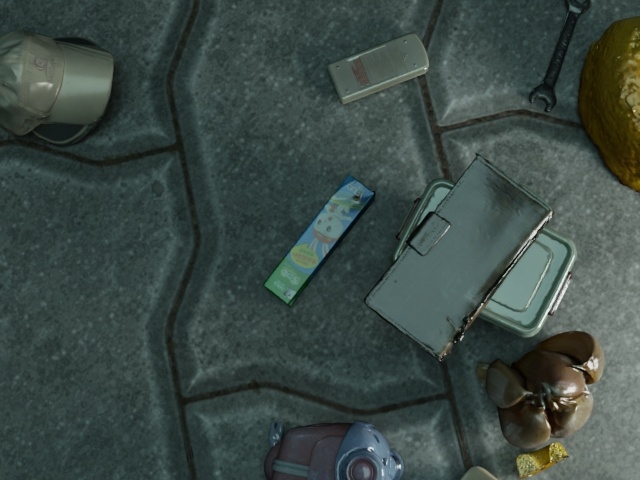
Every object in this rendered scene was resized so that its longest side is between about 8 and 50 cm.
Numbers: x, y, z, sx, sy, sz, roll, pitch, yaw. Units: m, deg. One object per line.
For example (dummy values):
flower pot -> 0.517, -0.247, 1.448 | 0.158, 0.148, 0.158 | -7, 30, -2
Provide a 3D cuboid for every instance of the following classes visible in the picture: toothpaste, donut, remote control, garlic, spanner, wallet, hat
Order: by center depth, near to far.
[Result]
wallet -> 0.228, 0.026, 1.381 | 0.169, 0.044, 0.317 | 37, 87, 7
garlic -> 0.393, 0.260, 1.438 | 0.214, 0.191, 0.160 | -15, 103, -9
donut -> 0.383, 0.379, 1.460 | 0.083, 0.067, 0.037 | -42, 57, 31
donut -> 0.705, -0.258, 1.493 | 0.435, 0.163, 0.377 | -19, 80, 1
toothpaste -> 0.000, 0.000, 1.573 | 0.065, 0.050, 0.266 | 38, 86, 8
spanner -> 0.461, -0.366, 1.612 | 0.054, 0.015, 0.254 | 20, 82, 9
remote control -> 0.114, -0.336, 1.633 | 0.190, 0.029, 0.087 | -22, 79, 1
hat -> -0.537, -0.310, 1.633 | 0.275, 0.161, 0.231 | 4, 84, 3

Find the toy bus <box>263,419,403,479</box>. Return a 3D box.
toy bus -> 0.005, 0.447, 1.428 | 0.232, 0.197, 0.294 | 6, 81, 17

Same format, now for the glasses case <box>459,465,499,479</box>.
glasses case -> 0.219, 0.553, 1.411 | 0.144, 0.076, 0.336 | 34, 83, 38

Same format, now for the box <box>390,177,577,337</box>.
box -> 0.280, 0.036, 1.480 | 0.294, 0.167, 0.193 | 27, 85, 10
